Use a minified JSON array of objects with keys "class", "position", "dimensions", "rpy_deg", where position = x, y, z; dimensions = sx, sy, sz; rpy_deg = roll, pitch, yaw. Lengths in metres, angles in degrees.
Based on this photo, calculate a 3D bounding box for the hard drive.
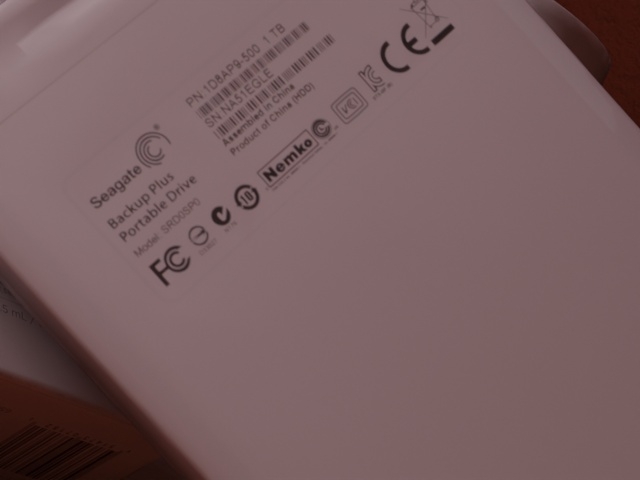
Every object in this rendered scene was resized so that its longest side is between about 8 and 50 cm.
[{"class":"hard drive","position":[0.036,0.016,0.544],"dimensions":[0.353,0.233,0.047],"rpy_deg":[48,-23,-2]}]

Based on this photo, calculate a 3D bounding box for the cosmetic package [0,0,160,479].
[{"class":"cosmetic package","position":[-0.230,-0.073,0.538],"dimensions":[0.377,0.097,0.284],"rpy_deg":[29,39,-43]}]

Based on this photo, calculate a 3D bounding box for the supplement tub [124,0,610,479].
[{"class":"supplement tub","position":[0.000,0.000,0.806],"dimensions":[0.241,0.331,0.241],"rpy_deg":[28,-1,0]}]
